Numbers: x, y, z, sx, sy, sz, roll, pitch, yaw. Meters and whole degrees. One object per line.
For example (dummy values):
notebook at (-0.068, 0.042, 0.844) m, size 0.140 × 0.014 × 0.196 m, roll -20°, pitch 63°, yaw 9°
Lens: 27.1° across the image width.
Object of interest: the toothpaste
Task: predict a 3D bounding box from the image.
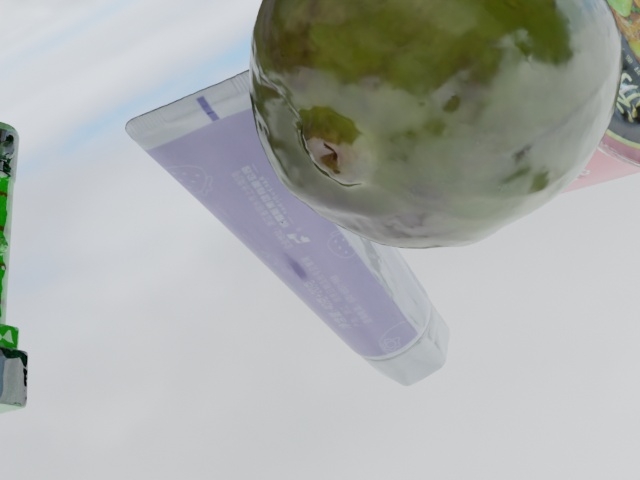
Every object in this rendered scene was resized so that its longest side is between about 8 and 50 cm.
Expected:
toothpaste at (0.000, 0.000, 1.045) m, size 0.125 × 0.371 × 0.080 m, roll -20°, pitch -130°, yaw 20°

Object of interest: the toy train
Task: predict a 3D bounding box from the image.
toy train at (-0.276, 0.023, 1.037) m, size 0.085 × 0.251 × 0.119 m, roll 14°, pitch 158°, yaw -41°

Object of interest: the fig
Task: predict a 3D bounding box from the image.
fig at (0.075, -0.103, 0.773) m, size 0.225 × 0.203 × 0.203 m, roll -38°, pitch -159°, yaw -30°

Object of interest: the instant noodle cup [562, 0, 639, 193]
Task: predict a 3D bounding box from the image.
instant noodle cup at (0.176, -0.131, 1.088) m, size 0.244 × 0.244 × 0.255 m, roll -41°, pitch -172°, yaw -33°
